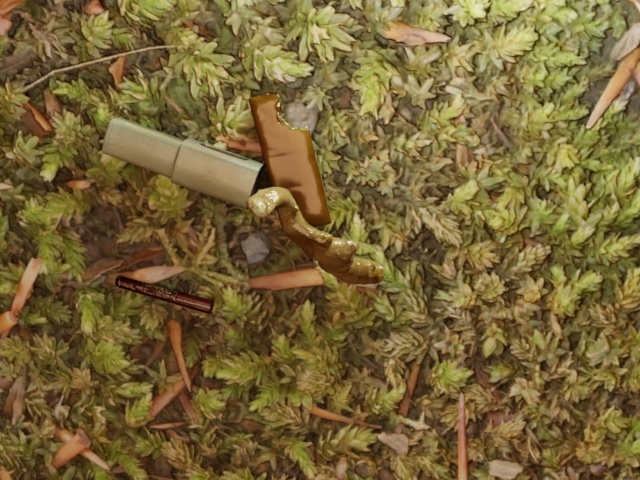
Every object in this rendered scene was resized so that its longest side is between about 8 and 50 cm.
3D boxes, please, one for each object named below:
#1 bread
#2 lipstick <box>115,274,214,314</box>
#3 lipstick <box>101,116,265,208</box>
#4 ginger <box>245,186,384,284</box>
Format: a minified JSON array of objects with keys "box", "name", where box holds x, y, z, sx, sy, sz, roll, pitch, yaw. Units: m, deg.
[{"box":[-0.048,-0.129,1.049,0.088,0.049,0.226,-12,100,7],"name":"bread"},{"box":[-0.274,0.094,1.122,0.176,0.027,0.027,15,102,1],"name":"lipstick"},{"box":[-0.222,-0.129,1.046,0.252,0.079,0.077,19,104,1],"name":"lipstick"},{"box":[0.000,0.000,1.019,0.089,0.075,0.288,-14,138,42],"name":"ginger"}]
